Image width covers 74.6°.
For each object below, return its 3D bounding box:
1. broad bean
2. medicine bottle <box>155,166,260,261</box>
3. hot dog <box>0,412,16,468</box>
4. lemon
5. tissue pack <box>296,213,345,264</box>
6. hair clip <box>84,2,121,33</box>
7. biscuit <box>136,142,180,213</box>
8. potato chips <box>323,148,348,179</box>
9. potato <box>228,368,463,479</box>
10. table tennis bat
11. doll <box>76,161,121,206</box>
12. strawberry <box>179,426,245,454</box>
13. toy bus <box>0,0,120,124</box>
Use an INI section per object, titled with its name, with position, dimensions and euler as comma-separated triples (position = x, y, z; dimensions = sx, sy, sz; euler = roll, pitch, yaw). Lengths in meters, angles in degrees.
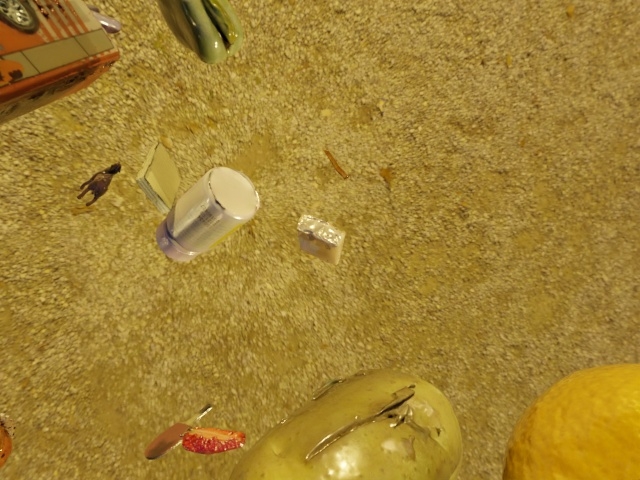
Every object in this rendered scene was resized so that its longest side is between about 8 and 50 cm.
[broad bean]
position = -0.246, -0.442, 0.812
dimensions = 0.228, 0.169, 0.100
euler = 33, 59, 21
[medicine bottle]
position = -0.415, -0.084, 1.503
dimensions = 0.379, 0.213, 0.213
euler = -31, 103, 34
[hot dog]
position = -0.321, 0.219, 0.314
dimensions = 0.059, 0.108, 0.191
euler = 12, 57, 17
[lemon]
position = 0.243, 0.190, 0.316
dimensions = 0.244, 0.187, 0.186
euler = -11, 96, -22
[tissue pack]
position = 0.000, 0.000, 1.633
dimensions = 0.186, 0.222, 0.090
euler = 25, 71, 9
[hair clip]
position = -0.418, -0.352, 0.613
dimensions = 0.137, 0.278, 0.090
euler = 32, 97, 18
[biscuit]
position = -0.551, -0.218, 1.443
dimensions = 0.052, 0.252, 0.150
euler = -20, 129, 11
[potato chips]
position = 0.065, -0.310, 1.726
dimensions = 0.026, 0.204, 0.037
euler = -31, 143, 1
[potato]
position = 0.031, 0.202, 0.389
dimensions = 0.248, 0.143, 0.169
euler = -8, 140, -40
[table tennis bat]
position = -0.463, 0.629, 1.390
dimensions = 0.246, 0.138, 0.022
euler = -33, 105, -41
[doll]
position = -0.739, -0.202, 1.421
dimensions = 0.165, 0.139, 0.057
euler = -41, 124, 0
[strawberry]
position = -0.252, 0.467, 0.978
dimensions = 0.152, 0.104, 0.048
euler = 9, 80, 3
[toy bus]
position = -0.312, -0.128, 0.334
dimensions = 0.093, 0.408, 0.092
euler = -25, 117, 24
